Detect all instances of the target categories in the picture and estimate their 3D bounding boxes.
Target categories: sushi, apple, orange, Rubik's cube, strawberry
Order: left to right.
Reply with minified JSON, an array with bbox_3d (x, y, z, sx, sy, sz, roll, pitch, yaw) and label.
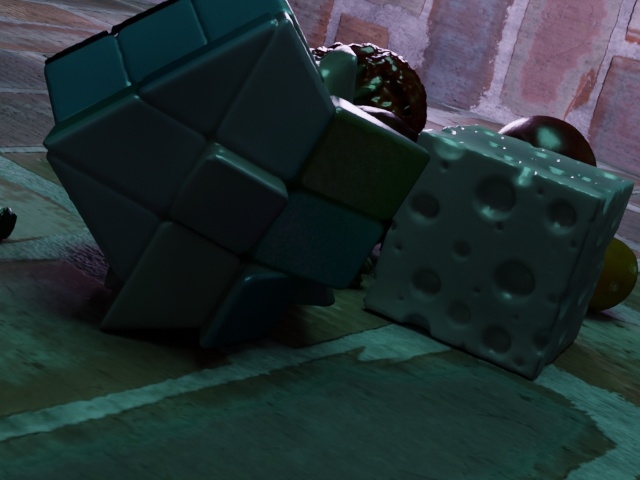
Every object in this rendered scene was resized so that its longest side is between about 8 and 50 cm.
[{"bbox_3d":[-0.382,-0.023,1.305,0.046,0.044,0.083,20,13,10],"label":"sushi"},{"bbox_3d":[-0.093,-0.083,1.249,0.387,0.368,0.358,-25,18,5],"label":"Rubik's cube"},{"bbox_3d":[0.029,-0.197,1.988,0.312,0.267,0.351,-16,-1,-9],"label":"strawberry"},{"bbox_3d":[0.423,-0.133,2.240,0.201,0.218,0.218,17,13,-26],"label":"apple"},{"bbox_3d":[0.403,0.042,1.760,0.156,0.124,0.156,25,0,0],"label":"orange"}]

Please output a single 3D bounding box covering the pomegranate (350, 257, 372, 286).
[{"bbox_3d":[-0.011,0.005,1.510,0.125,0.163,0.138,-31,15,-16],"label":"pomegranate"}]

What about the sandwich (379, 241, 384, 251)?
[{"bbox_3d":[0.125,-0.032,1.775,0.090,0.088,0.244,9,28,-40],"label":"sandwich"}]

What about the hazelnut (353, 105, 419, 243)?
[{"bbox_3d":[0.033,-0.095,1.659,0.218,0.234,0.218,18,51,-23],"label":"hazelnut"}]

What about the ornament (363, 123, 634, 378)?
[{"bbox_3d":[0.234,0.002,1.489,0.239,0.239,0.240,22,16,20],"label":"ornament"}]
